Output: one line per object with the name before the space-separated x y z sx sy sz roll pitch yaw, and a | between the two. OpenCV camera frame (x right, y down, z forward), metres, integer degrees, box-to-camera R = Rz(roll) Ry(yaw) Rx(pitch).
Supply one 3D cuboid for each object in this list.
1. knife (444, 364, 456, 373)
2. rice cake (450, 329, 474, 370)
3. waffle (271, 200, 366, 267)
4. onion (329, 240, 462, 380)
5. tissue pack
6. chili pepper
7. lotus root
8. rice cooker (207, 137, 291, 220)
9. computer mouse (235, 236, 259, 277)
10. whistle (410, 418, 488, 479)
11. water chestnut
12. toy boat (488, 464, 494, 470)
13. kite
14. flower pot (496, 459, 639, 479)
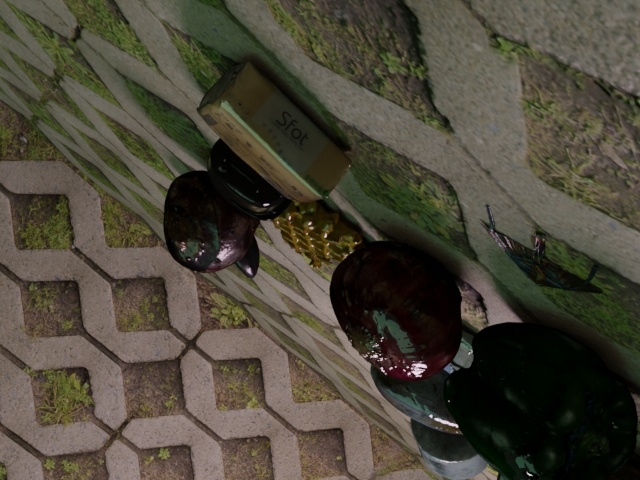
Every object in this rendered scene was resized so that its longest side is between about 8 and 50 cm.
knife | 0.256 0.257 1.721 0.313 0.019 0.044 34 158 17
rice cake | 0.277 0.217 1.654 0.124 0.038 0.211 36 166 9
waffle | 0.000 0.000 1.616 0.293 0.069 0.260 19 157 51
onion | 0.128 0.113 1.407 0.246 0.190 0.246 32 145 27
tissue pack | -0.075 -0.156 1.266 0.222 0.090 0.186 44 167 -14
chili pepper | 0.325 0.255 1.283 0.248 0.233 0.257 53 167 -33
lotus root | 0.256 0.336 1.836 0.322 0.140 0.158 29 127 19
rice cooker | -0.121 -0.113 1.473 0.165 0.112 0.106 37 160 5
computer mouse | -0.227 -0.031 2.047 0.269 0.086 0.137 48 171 0
whistle | 0.372 0.461 1.926 0.405 0.188 0.168 20 157 23
water chestnut | -0.222 -0.049 1.802 0.224 0.238 0.223 24 119 53
toy boat | 0.471 0.583 2.290 0.104 0.052 0.210 32 164 16
kite | 0.283 0.029 1.109 0.183 0.010 0.160 32 164 24
flower pot | 0.486 0.489 1.582 0.267 0.266 0.266 40 171 47
